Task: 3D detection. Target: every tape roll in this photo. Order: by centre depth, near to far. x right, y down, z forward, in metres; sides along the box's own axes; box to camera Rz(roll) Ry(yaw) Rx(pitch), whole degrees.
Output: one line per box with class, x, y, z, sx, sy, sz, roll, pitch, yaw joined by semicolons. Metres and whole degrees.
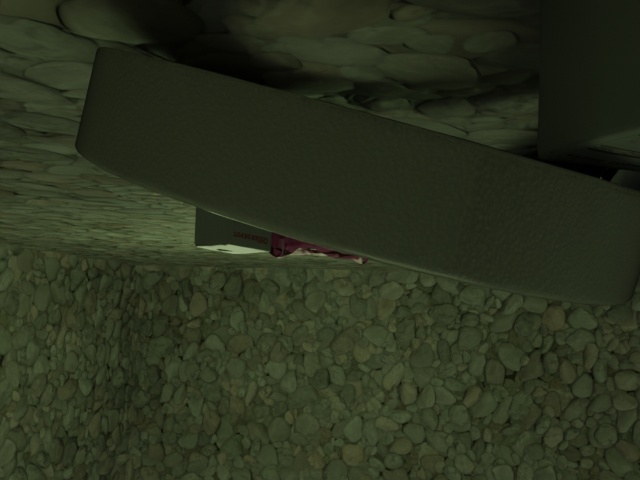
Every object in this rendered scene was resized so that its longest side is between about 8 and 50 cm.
tape roll;0.032;-0.048;0.570;0.392;0.072;0.392;15;-173;-2

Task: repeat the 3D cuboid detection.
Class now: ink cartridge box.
ink cartridge box;-0.098;-0.049;0.934;0.052;0.122;0.088;-1;174;30

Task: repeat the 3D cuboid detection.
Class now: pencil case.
pencil case;0.000;0.000;1.579;0.209;0.095;0.098;3;-150;-23

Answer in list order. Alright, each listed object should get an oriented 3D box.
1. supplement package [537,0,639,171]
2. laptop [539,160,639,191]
supplement package;0.201;-0.098;0.391;0.105;0.105;0.179;5;174;-23
laptop;0.407;-0.102;0.728;0.382;0.236;0.408;2;146;-1
